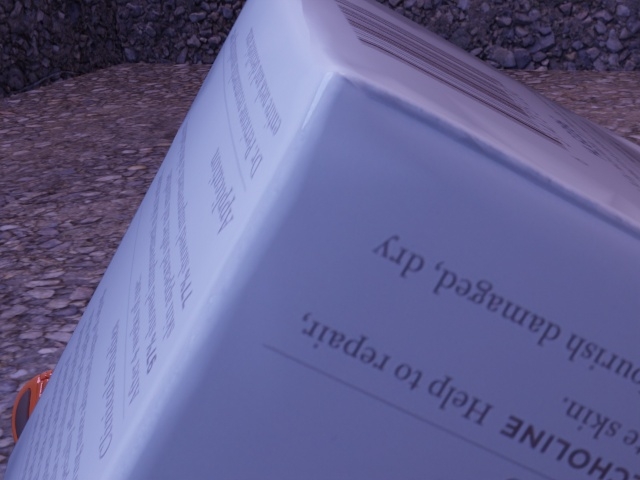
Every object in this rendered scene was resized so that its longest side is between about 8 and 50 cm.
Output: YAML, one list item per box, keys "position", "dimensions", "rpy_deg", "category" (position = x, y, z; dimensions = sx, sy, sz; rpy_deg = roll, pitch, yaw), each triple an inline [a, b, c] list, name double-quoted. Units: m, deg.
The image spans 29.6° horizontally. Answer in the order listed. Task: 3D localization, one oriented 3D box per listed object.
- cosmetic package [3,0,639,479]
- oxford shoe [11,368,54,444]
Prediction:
- position: [0.034, 0.110, 0.660]
  dimensions: [0.327, 0.393, 0.329]
  rpy_deg: [26, 17, -15]
  category: "cosmetic package"
- position: [-0.124, 0.181, 1.165]
  dimensions: [0.364, 0.130, 0.133]
  rpy_deg: [0, -9, 20]
  category: "oxford shoe"
